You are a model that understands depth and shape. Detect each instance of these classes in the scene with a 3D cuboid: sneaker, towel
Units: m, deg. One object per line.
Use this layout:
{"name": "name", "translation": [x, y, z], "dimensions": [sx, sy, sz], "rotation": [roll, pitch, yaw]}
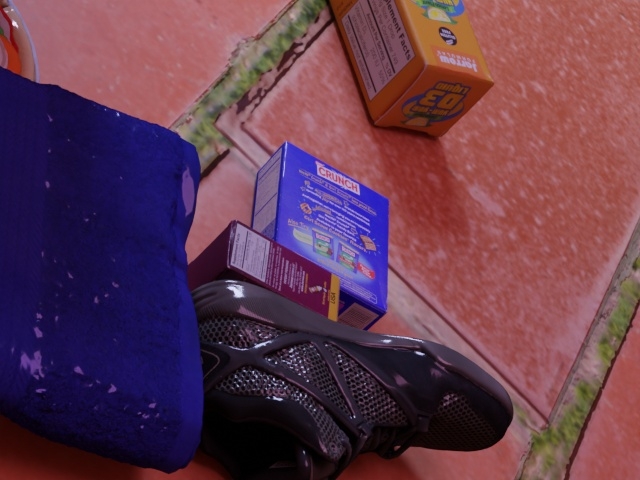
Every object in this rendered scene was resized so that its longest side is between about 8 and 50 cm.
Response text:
{"name": "sneaker", "translation": [0.017, 0.114, 1.042], "dimensions": [0.228, 0.087, 0.130], "rotation": [20, 47, -28]}
{"name": "towel", "translation": [-0.203, -0.008, 0.937], "dimensions": [0.308, 0.076, 0.227], "rotation": [24, 45, -32]}

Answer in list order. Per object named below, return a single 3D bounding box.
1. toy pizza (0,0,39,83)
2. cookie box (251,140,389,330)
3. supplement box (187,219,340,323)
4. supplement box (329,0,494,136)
{"name": "toy pizza", "translation": [-0.252, -0.135, 1.040], "dimensions": [0.201, 0.032, 0.201], "rotation": [26, 42, -26]}
{"name": "cookie box", "translation": [0.000, 0.000, 1.161], "dimensions": [0.092, 0.040, 0.107], "rotation": [29, 41, -23]}
{"name": "supplement box", "translation": [-0.036, 0.033, 1.083], "dimensions": [0.083, 0.055, 0.043], "rotation": [29, 41, -22]}
{"name": "supplement box", "translation": [0.055, -0.197, 1.364], "dimensions": [0.078, 0.080, 0.233], "rotation": [7, 55, -39]}
